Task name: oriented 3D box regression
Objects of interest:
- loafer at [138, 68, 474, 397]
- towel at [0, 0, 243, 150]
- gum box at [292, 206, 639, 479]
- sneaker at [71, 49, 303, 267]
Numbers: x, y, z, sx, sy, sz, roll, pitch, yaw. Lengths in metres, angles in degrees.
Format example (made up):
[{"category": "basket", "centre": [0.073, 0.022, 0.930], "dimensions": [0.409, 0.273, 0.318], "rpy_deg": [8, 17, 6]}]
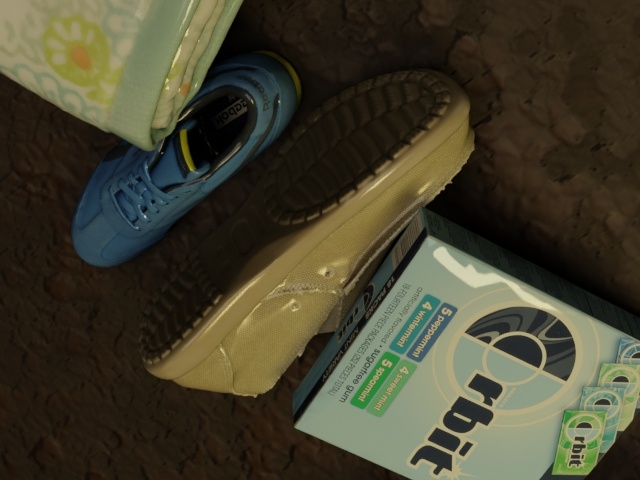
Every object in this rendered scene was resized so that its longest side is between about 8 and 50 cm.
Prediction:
[{"category": "loafer", "centre": [0.000, 0.000, 0.989], "dimensions": [0.268, 0.102, 0.092], "rpy_deg": [-41, 128, 16]}, {"category": "towel", "centre": [-0.153, -0.281, 0.891], "dimensions": [0.320, 0.090, 0.374], "rpy_deg": [32, 113, 8]}, {"category": "gum box", "centre": [0.100, 0.085, 0.967], "dimensions": [0.184, 0.041, 0.157], "rpy_deg": [26, 115, -16]}, {"category": "sneaker", "centre": [-0.102, -0.047, 1.015], "dimensions": [0.209, 0.082, 0.069], "rpy_deg": [-38, 93, 26]}]
